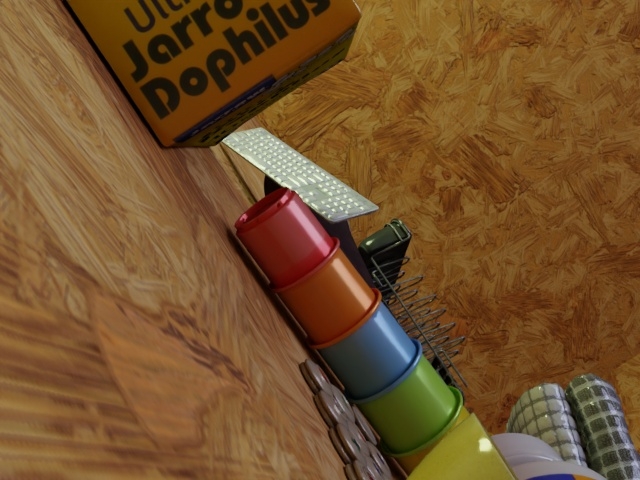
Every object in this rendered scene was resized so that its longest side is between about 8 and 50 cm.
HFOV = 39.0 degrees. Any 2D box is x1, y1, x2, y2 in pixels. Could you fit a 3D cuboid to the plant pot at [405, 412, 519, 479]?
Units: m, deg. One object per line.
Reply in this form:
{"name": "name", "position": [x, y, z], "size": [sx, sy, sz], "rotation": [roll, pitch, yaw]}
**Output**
{"name": "plant pot", "position": [0.071, 0.164, 0.427], "size": [0.134, 0.095, 0.134], "rotation": [56, 3, -5]}

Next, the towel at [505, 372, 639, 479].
{"name": "towel", "position": [0.292, 0.308, 0.991], "size": [0.283, 0.121, 0.235], "rotation": [81, -2, -55]}

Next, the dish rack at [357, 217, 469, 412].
{"name": "dish rack", "position": [0.122, 0.132, 1.200], "size": [0.271, 0.074, 0.208], "rotation": [58, -20, 26]}

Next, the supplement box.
{"name": "supplement box", "position": [-0.097, -0.220, 0.868], "size": [0.195, 0.194, 0.356], "rotation": [56, 3, -5]}

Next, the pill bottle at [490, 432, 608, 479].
{"name": "pill bottle", "position": [0.169, 0.247, 0.617], "size": [0.152, 0.152, 0.272], "rotation": [56, 4, -21]}

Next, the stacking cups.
{"name": "stacking cups", "position": [0.037, 0.097, 0.799], "size": [0.316, 0.096, 0.096], "rotation": [52, 4, -17]}

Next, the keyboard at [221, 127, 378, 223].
{"name": "keyboard", "position": [-0.034, -0.086, 1.127], "size": [0.256, 0.072, 0.014], "rotation": [37, -53, 42]}

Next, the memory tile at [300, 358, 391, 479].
{"name": "memory tile", "position": [0.032, 0.159, 0.671], "size": [0.113, 0.012, 0.148], "rotation": [55, 3, -37]}

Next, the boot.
{"name": "boot", "position": [0.000, 0.000, 1.094], "size": [0.248, 0.090, 0.207], "rotation": [61, 1, 4]}
